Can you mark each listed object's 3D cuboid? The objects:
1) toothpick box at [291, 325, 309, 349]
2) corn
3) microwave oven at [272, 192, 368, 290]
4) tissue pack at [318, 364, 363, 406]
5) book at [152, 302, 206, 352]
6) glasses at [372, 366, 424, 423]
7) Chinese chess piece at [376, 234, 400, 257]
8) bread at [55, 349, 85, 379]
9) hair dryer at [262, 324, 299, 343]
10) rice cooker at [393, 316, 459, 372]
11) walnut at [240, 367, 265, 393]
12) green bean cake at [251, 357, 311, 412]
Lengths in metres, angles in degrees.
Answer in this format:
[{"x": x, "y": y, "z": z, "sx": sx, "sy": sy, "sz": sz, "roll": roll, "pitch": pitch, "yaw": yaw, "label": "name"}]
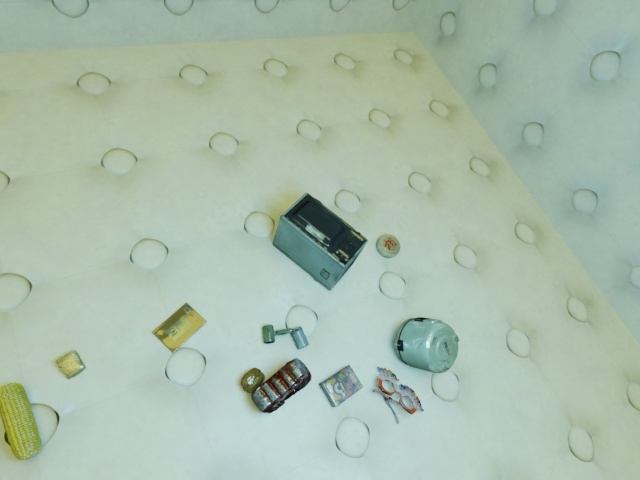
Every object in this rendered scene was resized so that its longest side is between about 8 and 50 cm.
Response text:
[{"x": -0.087, "y": 0.407, "z": 1.679, "sx": 0.052, "sy": 0.052, "sz": 0.083, "roll": -18, "pitch": 71, "yaw": -26, "label": "toothpick box"}, {"x": -0.964, "y": 0.577, "z": 1.282, "sx": 0.081, "sy": 0.081, "sz": 0.248, "roll": -23, "pitch": 72, "yaw": -27, "label": "corn"}, {"x": 0.000, "y": 0.000, "z": 1.799, "sx": 0.355, "sy": 0.286, "sz": 0.218, "roll": 38, "pitch": 57, "yaw": 9, "label": "microwave oven"}, {"x": 0.084, "y": 0.591, "z": 1.630, "sx": 0.148, "sy": 0.060, "sz": 0.109, "roll": -24, "pitch": 73, "yaw": -29, "label": "tissue pack"}, {"x": -0.555, "y": 0.342, "z": 1.584, "sx": 0.118, "sy": 0.012, "sz": 0.172, "roll": 42, "pitch": 58, "yaw": 7, "label": "book"}, {"x": 0.319, "y": 0.648, "z": 1.681, "sx": 0.255, "sy": 0.095, "sz": 0.162, "roll": 42, "pitch": 31, "yaw": 8, "label": "glasses"}, {"x": 0.344, "y": 0.028, "z": 2.026, "sx": 0.122, "sy": 0.051, "sz": 0.122, "roll": 8, "pitch": 61, "yaw": -14, "label": "Chinese chess piece"}, {"x": -0.878, "y": 0.437, "z": 1.414, "sx": 0.070, "sy": 0.035, "sz": 0.083, "roll": -37, "pitch": 85, "yaw": -30, "label": "bread"}, {"x": -0.162, "y": 0.377, "z": 1.652, "sx": 0.150, "sy": 0.047, "sz": 0.071, "roll": -10, "pitch": 66, "yaw": -1, "label": "hair dryer"}, {"x": 0.451, "y": 0.444, "z": 1.727, "sx": 0.226, "sy": 0.244, "sz": 0.226, "roll": 4, "pitch": 82, "yaw": -31, "label": "rice cooker"}, {"x": -0.261, "y": 0.539, "z": 1.537, "sx": 0.096, "sy": 0.082, "sz": 0.079, "roll": -46, "pitch": 111, "yaw": -34, "label": "walnut"}, {"x": -0.142, "y": 0.559, "z": 1.535, "sx": 0.232, "sy": 0.198, "sz": 0.097, "roll": -38, "pitch": 70, "yaw": -15, "label": "green bean cake"}]
